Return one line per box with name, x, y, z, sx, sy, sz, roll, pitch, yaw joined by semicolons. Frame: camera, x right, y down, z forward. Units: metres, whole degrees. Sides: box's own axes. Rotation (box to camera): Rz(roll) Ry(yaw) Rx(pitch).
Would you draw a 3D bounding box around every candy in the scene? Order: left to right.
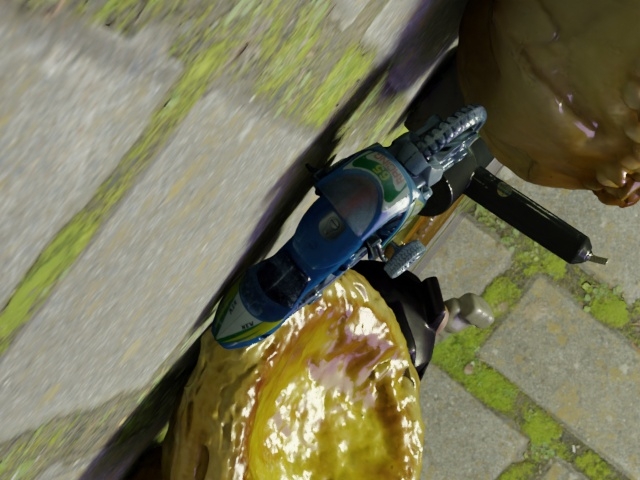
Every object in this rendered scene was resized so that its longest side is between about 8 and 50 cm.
candy;0.162;-0.154;1.525;0.088;0.061;0.312;-54;173;28

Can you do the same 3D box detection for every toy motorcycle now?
toy motorcycle;0.015;-0.008;1.177;0.254;0.092;0.135;-44;171;38

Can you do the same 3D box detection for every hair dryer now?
hair dryer;0.181;-0.043;1.566;0.124;0.219;0.071;-43;162;-38

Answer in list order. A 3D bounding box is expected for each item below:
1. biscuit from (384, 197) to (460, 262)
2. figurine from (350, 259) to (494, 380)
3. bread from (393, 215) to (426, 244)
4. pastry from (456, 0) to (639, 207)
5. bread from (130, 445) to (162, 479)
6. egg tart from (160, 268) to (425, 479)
biscuit;0.151;-0.048;2.167;0.226;0.042;0.226;-52;173;-9
figurine;0.025;0.111;1.659;0.308;0.143;0.308;-40;169;-9
bread;0.120;-0.048;1.966;0.094;0.035;0.090;-55;174;27
pastry;0.276;-0.200;1.225;0.409;0.245;0.409;-49;172;-9
bread;-0.088;0.229;1.590;0.344;0.124;0.084;17;93;-75
egg tart;-0.038;0.167;1.377;0.319;0.128;0.319;-5;96;-55
